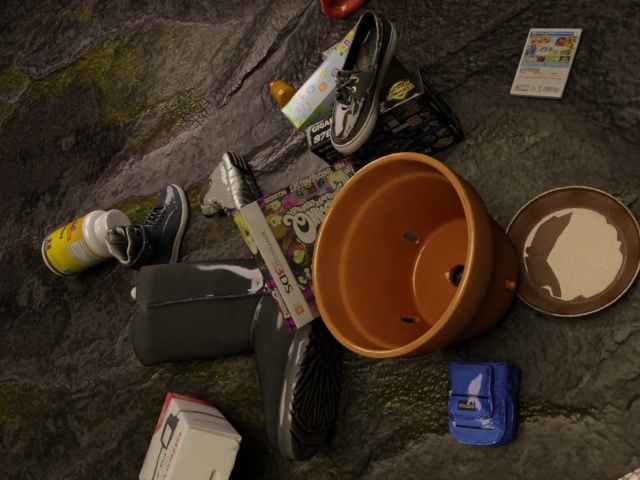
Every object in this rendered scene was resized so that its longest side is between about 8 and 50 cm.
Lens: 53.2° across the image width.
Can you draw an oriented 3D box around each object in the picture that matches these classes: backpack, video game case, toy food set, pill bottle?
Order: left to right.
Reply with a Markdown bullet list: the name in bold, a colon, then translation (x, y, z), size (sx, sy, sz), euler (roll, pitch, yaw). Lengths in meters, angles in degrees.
- **pill bottle**: translation (-0.552, 0.002, 1.524), size (0.214, 0.117, 0.117), euler (-22, 63, 26)
- **video game case**: translation (0.000, 0.000, 1.047), size (0.041, 0.232, 0.210), euler (-18, 98, 61)
- **toy food set**: translation (0.020, -0.317, 1.242), size (0.232, 0.111, 0.104), euler (-34, 32, -1)
- **backpack**: translation (0.228, 0.238, 0.928), size (0.097, 0.101, 0.120), euler (-7, 74, 39)
- **video game case**: translation (0.376, -0.295, 1.064), size (0.087, 0.011, 0.122), euler (15, 83, 37)

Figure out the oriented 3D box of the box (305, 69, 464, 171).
- **box**: translation (0.112, -0.183, 1.101), size (0.220, 0.175, 0.051), euler (-24, 60, 26)

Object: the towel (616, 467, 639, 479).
- **towel**: translation (0.461, 0.331, 0.781), size (0.197, 0.029, 0.144), euler (-38, 56, 18)

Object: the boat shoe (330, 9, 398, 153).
- **boat shoe**: translation (0.058, -0.254, 1.004), size (0.080, 0.076, 0.229), euler (18, 84, 39)

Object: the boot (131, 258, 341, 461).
- **boot**: translation (-0.184, 0.202, 1.183), size (0.444, 0.146, 0.367), euler (-5, 61, 29)

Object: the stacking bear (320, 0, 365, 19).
- **stacking bear**: translation (0.024, -0.642, 1.337), size (0.164, 0.175, 0.289), euler (-28, 53, 26)

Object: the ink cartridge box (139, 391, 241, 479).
- **ink cartridge box**: translation (-0.235, 0.385, 1.122), size (0.237, 0.100, 0.172), euler (1, 72, 69)

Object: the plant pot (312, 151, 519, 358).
- **plant pot**: translation (0.159, 0.036, 0.955), size (0.290, 0.203, 0.291), euler (-16, 67, 43)

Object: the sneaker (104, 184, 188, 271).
- **sneaker**: translation (-0.378, -0.038, 1.393), size (0.086, 0.163, 0.226), euler (-8, 68, 34)

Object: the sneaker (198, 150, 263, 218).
- **sneaker**: translation (-0.190, -0.069, 1.334), size (0.132, 0.086, 0.229), euler (-40, 46, 22)

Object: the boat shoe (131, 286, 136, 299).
- **boat shoe**: translation (-0.397, 0.125, 1.428), size (0.100, 0.035, 0.035), euler (20, 86, 37)

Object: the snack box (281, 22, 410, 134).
- **snack box**: translation (0.059, -0.259, 1.163), size (0.207, 0.174, 0.070), euler (-46, 54, 13)

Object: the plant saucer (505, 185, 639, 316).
- **plant saucer**: translation (0.370, 0.018, 0.945), size (0.198, 0.036, 0.199), euler (-12, 67, 31)
